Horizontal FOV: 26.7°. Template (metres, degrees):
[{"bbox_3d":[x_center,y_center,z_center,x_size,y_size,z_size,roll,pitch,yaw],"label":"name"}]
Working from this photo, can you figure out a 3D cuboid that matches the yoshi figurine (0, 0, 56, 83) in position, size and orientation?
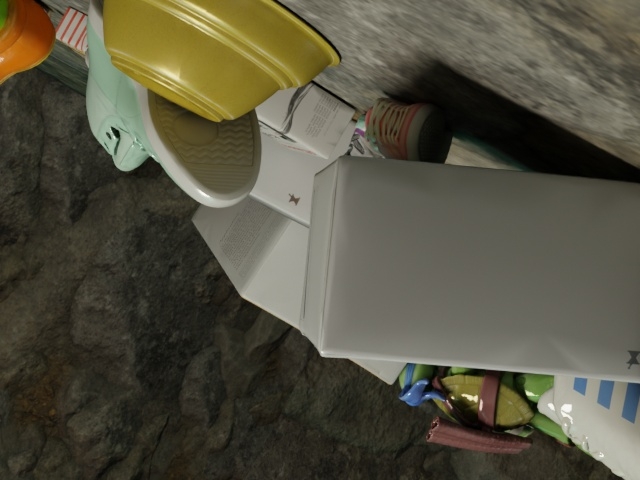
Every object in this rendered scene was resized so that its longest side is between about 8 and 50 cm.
[{"bbox_3d":[-0.346,-0.237,0.953,0.203,0.203,0.362,35,178,26],"label":"yoshi figurine"}]

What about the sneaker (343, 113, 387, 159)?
[{"bbox_3d":[0.059,-0.069,1.265,0.098,0.069,0.038,30,178,-31],"label":"sneaker"}]

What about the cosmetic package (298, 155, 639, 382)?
[{"bbox_3d":[0.106,0.019,0.975,0.224,0.138,0.225,5,-179,-5],"label":"cosmetic package"}]

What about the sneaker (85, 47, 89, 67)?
[{"bbox_3d":[-0.206,-0.208,1.517,0.191,0.071,0.083,16,164,38],"label":"sneaker"}]

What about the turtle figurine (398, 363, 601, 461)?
[{"bbox_3d":[0.243,0.142,1.529,0.266,0.197,0.275,15,-168,22],"label":"turtle figurine"}]

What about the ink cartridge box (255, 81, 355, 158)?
[{"bbox_3d":[-0.049,-0.134,1.264,0.135,0.056,0.099,30,176,-24],"label":"ink cartridge box"}]

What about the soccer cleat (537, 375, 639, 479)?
[{"bbox_3d":[0.305,0.185,1.344,0.116,0.143,0.331,35,-151,-60],"label":"soccer cleat"}]

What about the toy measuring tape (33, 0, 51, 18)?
[{"bbox_3d":[-0.417,-0.283,1.654,0.121,0.121,0.330,28,178,8],"label":"toy measuring tape"}]

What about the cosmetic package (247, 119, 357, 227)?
[{"bbox_3d":[-0.007,-0.074,1.371,0.231,0.117,0.085,26,177,17],"label":"cosmetic package"}]

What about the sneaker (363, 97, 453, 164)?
[{"bbox_3d":[0.062,-0.086,1.065,0.070,0.051,0.134,23,-179,12],"label":"sneaker"}]

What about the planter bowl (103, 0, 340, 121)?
[{"bbox_3d":[-0.101,-0.154,1.052,0.217,0.090,0.217,29,177,2],"label":"planter bowl"}]

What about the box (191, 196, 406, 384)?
[{"bbox_3d":[0.000,0.000,1.621,0.215,0.168,0.345,32,-175,-20],"label":"box"}]

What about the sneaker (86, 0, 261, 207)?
[{"bbox_3d":[-0.131,-0.094,1.185,0.256,0.094,0.151,57,150,31],"label":"sneaker"}]

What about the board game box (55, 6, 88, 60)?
[{"bbox_3d":[-0.240,-0.222,1.733,0.147,0.045,0.193,28,178,13],"label":"board game box"}]
